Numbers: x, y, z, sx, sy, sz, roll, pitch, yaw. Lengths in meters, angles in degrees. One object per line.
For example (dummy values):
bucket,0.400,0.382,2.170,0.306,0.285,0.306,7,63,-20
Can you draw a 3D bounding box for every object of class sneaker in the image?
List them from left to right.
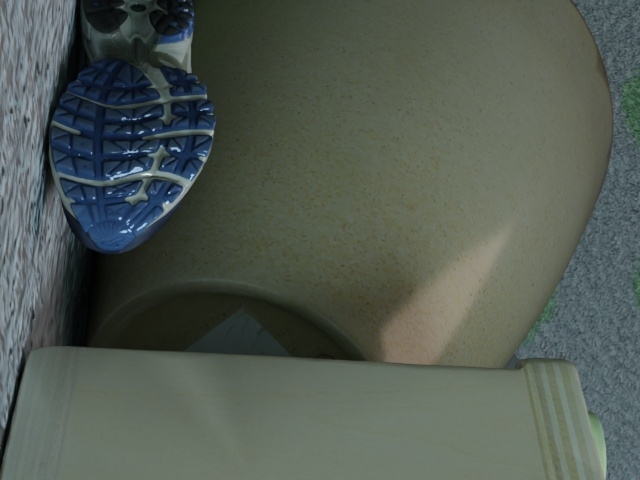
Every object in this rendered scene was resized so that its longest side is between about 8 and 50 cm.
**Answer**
sneaker,-0.064,-0.037,0.426,0.135,0.052,0.058,-91,-170,-48

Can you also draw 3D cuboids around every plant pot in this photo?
plant pot,0.000,0.000,0.575,0.274,0.256,0.256,-63,162,-57

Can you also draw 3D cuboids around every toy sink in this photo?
toy sink,0.022,0.129,0.379,0.131,0.234,0.153,-91,-175,-50

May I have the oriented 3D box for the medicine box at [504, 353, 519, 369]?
medicine box,0.005,0.211,0.923,0.149,0.289,0.263,-100,-167,-81
